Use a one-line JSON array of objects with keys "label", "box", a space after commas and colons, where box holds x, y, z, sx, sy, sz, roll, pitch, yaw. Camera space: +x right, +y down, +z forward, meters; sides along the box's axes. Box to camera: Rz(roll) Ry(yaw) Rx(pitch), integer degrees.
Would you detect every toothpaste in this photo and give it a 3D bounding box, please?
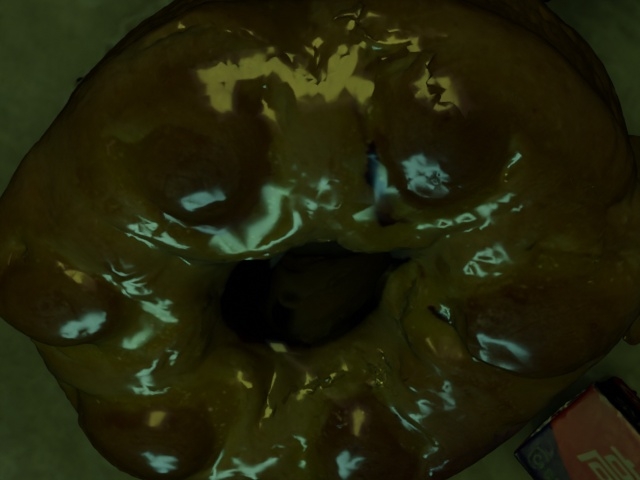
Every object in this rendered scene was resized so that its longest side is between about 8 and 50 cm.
[{"label": "toothpaste", "box": [0.234, 0.211, 0.789, 0.066, 0.076, 0.320, -45, 74, 13]}]

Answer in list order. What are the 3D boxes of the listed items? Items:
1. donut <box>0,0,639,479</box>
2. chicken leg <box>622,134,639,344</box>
[{"label": "donut", "box": [0.000, 0.000, 0.741, 0.317, 0.150, 0.299, -5, 125, 10]}, {"label": "chicken leg", "box": [0.168, -0.013, 0.826, 0.207, 0.085, 0.101, 34, 109, 10]}]
